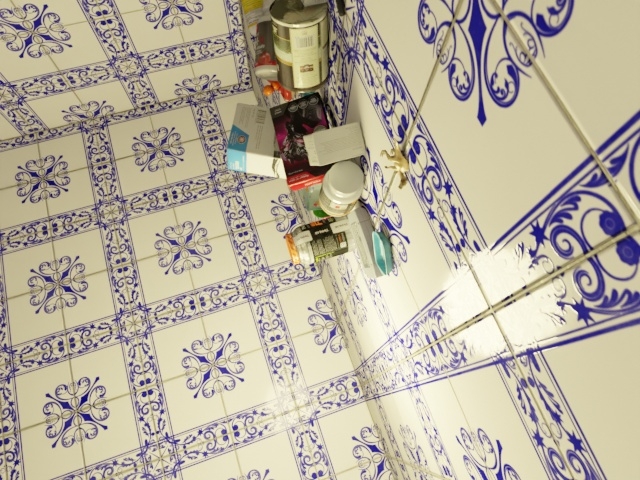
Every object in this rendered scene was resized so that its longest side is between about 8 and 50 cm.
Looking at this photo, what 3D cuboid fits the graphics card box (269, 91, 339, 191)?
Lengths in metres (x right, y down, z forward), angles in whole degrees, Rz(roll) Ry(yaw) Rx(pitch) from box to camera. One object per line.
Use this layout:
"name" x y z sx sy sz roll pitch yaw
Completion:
"graphics card box" -0.063 -0.423 1.933 0.094 0.233 0.370 27 -131 -74

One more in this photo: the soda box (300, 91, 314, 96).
"soda box" -0.090 -0.763 2.094 0.071 0.067 0.210 87 163 -55

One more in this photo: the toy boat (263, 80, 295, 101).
"toy boat" -0.252 -0.854 2.489 0.231 0.151 0.151 45 170 2

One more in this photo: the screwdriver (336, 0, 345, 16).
"screwdriver" 0.049 -0.777 1.385 0.025 0.024 0.169 -36 -66 -68

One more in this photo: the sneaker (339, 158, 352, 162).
"sneaker" 0.075 -0.356 1.824 0.072 0.077 0.178 -124 19 -65

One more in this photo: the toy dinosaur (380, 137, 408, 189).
"toy dinosaur" 0.222 -0.239 1.305 0.093 0.053 0.183 40 157 45

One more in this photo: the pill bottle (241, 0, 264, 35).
"pill bottle" -0.273 -1.108 2.170 0.188 0.188 0.333 -132 27 -70

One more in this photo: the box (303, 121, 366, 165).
"box" 0.049 -0.352 1.659 0.181 0.182 0.119 -143 38 -74

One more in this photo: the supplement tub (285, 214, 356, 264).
"supplement tub" 0.000 0.000 2.175 0.193 0.316 0.193 163 90 -80

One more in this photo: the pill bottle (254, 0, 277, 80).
"pill bottle" -0.201 -0.896 2.021 0.176 0.177 0.318 -153 66 -78

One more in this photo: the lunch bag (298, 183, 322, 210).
"lunch bag" -0.023 -0.311 2.266 0.223 0.160 0.262 -113 24 -49

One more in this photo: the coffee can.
"coffee can" -0.071 -0.716 1.646 0.275 0.202 0.201 88 163 -56

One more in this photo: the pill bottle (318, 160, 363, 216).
"pill bottle" 0.083 -0.204 1.790 0.278 0.162 0.162 115 137 -77

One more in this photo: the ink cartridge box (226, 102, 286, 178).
"ink cartridge box" -0.218 -0.456 2.116 0.166 0.395 0.285 109 169 -61

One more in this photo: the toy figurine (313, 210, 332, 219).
"toy figurine" 0.044 -0.127 2.393 0.159 0.130 0.173 69 -162 -44

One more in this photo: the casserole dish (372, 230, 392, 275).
"casserole dish" 0.239 0.046 1.716 0.114 0.037 0.188 -120 17 -56

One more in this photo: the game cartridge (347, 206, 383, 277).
"game cartridge" 0.192 0.013 1.893 0.198 0.062 0.297 154 99 -77

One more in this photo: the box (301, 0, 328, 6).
"box" -0.032 -0.858 1.502 0.102 0.087 0.101 86 164 -56
